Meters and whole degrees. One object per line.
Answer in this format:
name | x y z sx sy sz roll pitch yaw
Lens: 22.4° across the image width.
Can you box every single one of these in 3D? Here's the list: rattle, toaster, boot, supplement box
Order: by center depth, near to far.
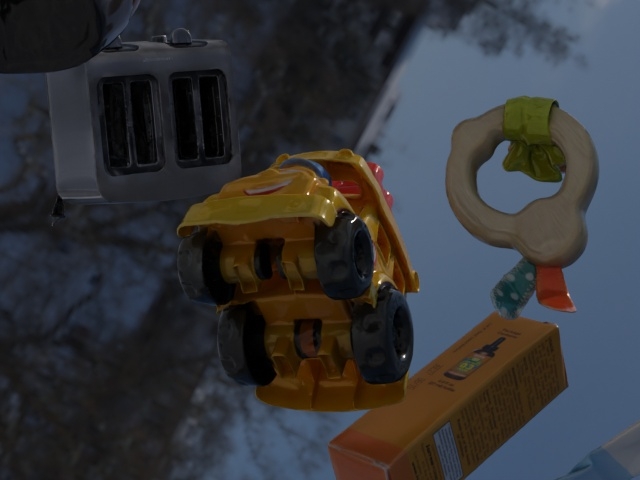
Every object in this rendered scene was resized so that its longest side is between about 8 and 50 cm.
boot | -0.219 -0.192 1.035 0.280 0.264 0.096 -71 154 -62
rattle | 0.177 -0.006 1.313 0.143 0.130 0.199 82 -8 -64
supplement box | 0.117 0.152 1.413 0.233 0.080 0.078 -36 -147 -31
toaster | -0.178 -0.113 1.596 0.110 0.168 0.185 4 -80 59

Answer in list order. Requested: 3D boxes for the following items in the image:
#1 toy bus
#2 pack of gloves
toy bus | 0.000 0.000 1.313 0.149 0.220 0.211 -2 -135 24
pack of gloves | 0.315 0.274 1.640 0.232 0.195 0.046 -35 -137 16
